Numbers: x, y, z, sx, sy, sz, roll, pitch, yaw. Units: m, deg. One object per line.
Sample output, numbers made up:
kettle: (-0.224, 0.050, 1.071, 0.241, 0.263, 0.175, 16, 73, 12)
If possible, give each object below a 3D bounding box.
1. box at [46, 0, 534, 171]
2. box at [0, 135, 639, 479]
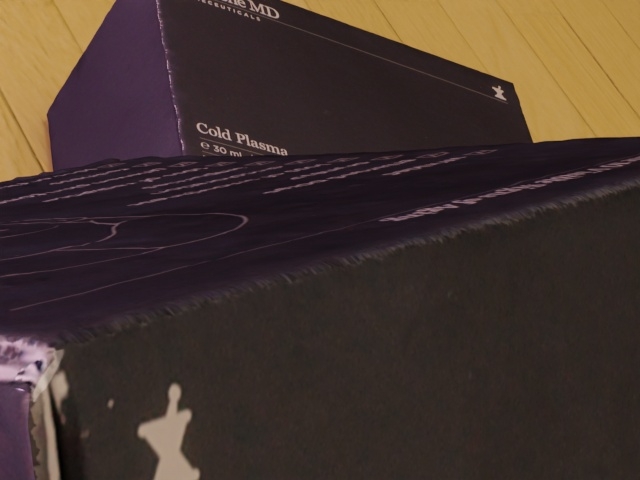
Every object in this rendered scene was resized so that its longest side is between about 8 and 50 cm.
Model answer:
box: (0.000, 0.000, 1.289, 0.343, 0.179, 0.312, 17, 41, -29)
box: (-0.080, 0.125, 0.767, 0.480, 0.472, 0.297, -14, 99, -49)
